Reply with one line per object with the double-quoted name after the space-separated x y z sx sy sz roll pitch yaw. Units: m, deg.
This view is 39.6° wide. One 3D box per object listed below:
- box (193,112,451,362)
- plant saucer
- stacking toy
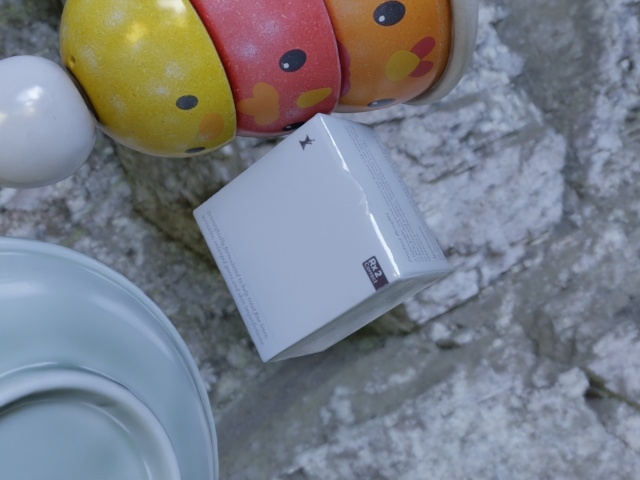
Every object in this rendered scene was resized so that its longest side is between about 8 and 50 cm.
0.000 0.000 0.893 0.182 0.181 0.119 -34 -17 27 "box"
-0.206 0.194 0.613 0.100 0.400 0.400 -3 20 44 "plant saucer"
-0.122 -0.189 0.857 0.480 0.350 0.350 -34 6 -16 "stacking toy"
